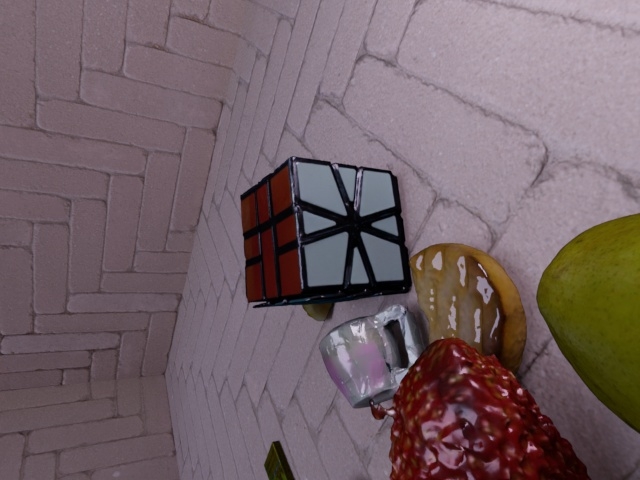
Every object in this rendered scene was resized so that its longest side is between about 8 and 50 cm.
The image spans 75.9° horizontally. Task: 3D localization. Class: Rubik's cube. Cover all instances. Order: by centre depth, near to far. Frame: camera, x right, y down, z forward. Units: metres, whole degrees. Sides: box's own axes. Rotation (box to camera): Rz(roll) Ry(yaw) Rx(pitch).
[{"bbox_3d":[0.000,0.000,0.940,0.284,0.289,0.292,-16,74,55],"label":"Rubik's cube"}]

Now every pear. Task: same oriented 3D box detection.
[{"bbox_3d":[0.361,0.082,0.364,0.307,0.253,0.252,13,98,61],"label":"pear"}]

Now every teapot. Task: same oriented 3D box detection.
[{"bbox_3d":[0.123,0.257,0.881,0.163,0.222,0.178,57,-171,-60],"label":"teapot"}]

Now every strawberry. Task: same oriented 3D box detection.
[{"bbox_3d":[0.198,0.318,0.557,0.343,0.293,0.292,61,140,17],"label":"strawberry"}]

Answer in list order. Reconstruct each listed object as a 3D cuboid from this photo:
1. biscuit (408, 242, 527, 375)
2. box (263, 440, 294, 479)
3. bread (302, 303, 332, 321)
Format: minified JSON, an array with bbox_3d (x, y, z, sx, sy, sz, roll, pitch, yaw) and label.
[{"bbox_3d":[0.250,0.134,0.703,0.213,0.091,0.273,-28,61,58],"label":"biscuit"},{"bbox_3d":[-0.130,0.777,1.339,0.193,0.030,0.121,48,127,50],"label":"box"},{"bbox_3d":[-0.011,0.151,1.153,0.083,0.095,0.156,22,114,54],"label":"bread"}]
